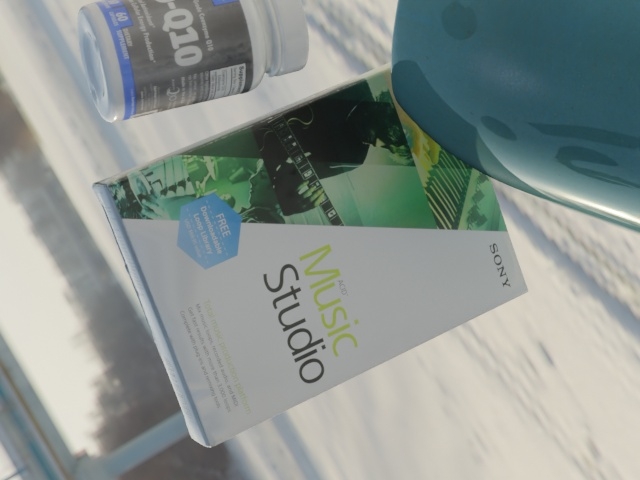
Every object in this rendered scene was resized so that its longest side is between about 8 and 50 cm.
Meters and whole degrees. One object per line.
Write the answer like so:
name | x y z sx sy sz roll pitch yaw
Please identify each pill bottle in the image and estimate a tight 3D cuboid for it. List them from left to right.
pill bottle | -0.082 -0.128 0.968 0.078 0.137 0.078 165 90 -73

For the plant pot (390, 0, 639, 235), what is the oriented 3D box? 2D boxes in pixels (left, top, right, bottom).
plant pot | 0.189 -0.165 1.123 0.235 0.293 0.293 16 158 14

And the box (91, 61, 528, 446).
box | 0.000 0.000 1.248 0.058 0.322 0.232 7 119 66
